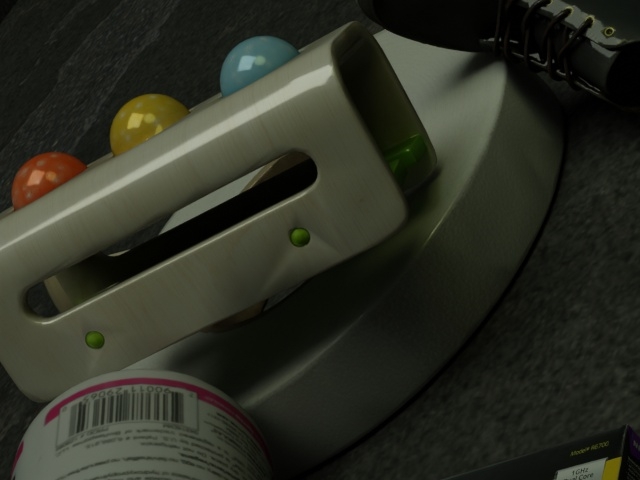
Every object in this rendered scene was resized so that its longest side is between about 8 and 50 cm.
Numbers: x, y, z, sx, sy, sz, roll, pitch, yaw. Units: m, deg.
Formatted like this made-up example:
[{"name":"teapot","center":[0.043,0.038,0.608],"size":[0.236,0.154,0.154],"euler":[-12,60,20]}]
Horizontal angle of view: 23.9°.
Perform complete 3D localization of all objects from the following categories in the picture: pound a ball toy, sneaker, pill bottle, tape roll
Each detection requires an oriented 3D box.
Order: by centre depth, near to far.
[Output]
[{"name":"pill bottle","center":[-0.096,0.209,0.807],"size":[0.160,0.160,0.283],"euler":[-40,25,16]},{"name":"sneaker","center":[0.132,-0.140,0.941],"size":[0.222,0.083,0.118],"euler":[2,38,0]},{"name":"pound a ball toy","center":[-0.092,-0.029,0.961],"size":[0.319,0.136,0.208],"euler":[-26,11,20]},{"name":"tape roll","center":[0.000,0.000,1.078],"size":[0.392,0.072,0.392],"euler":[-37,25,21]}]

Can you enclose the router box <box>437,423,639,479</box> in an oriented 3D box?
[{"name":"router box","center":[0.077,0.172,0.719],"size":[0.179,0.046,0.133],"euler":[-25,32,40]}]
